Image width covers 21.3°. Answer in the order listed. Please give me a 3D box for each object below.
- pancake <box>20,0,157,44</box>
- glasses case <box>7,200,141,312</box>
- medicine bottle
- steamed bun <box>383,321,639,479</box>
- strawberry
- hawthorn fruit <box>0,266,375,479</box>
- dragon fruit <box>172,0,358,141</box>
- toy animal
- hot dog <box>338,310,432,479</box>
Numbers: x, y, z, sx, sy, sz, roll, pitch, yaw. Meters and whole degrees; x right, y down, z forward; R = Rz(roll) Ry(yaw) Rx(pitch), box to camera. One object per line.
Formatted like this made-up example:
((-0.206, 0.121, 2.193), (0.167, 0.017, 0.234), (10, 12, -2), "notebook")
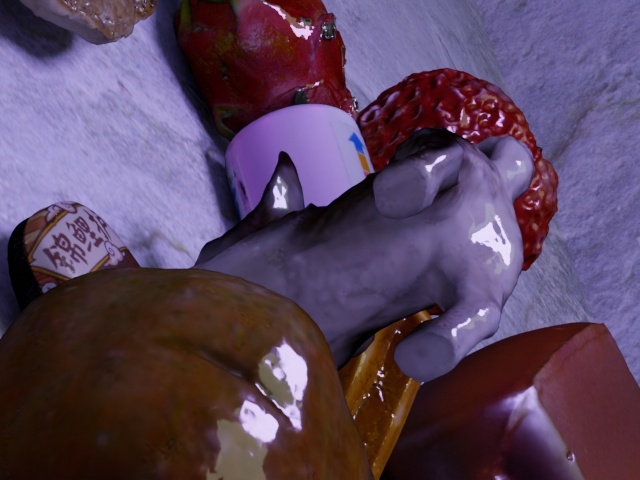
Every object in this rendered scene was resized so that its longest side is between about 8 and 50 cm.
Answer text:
((-0.278, -0.335, 1.500), (0.387, 0.082, 0.387), (52, 19, -25), "pancake")
((-0.133, 0.120, 1.262), (0.321, 0.082, 0.122), (62, 19, -5), "glasses case")
((0.000, 0.000, 1.738), (0.152, 0.152, 0.254), (36, 33, -59), "medicine bottle")
((0.201, 0.236, 1.835), (0.235, 0.248, 0.379), (62, 26, 0), "steamed bun")
((0.154, -0.051, 2.084), (0.291, 0.292, 0.310), (58, 11, -22), "strawberry")
((-0.100, 0.174, 0.972), (0.267, 0.268, 0.301), (56, 30, -25), "hawthorn fruit")
((-0.065, -0.222, 1.850), (0.200, 0.198, 0.269), (38, 15, -36), "dragon fruit")
((0.019, 0.020, 1.419), (0.194, 0.344, 0.302), (64, 26, -12), "toy animal")
((0.025, 0.159, 1.575), (0.104, 0.076, 0.250), (34, 69, -24), "hot dog")
